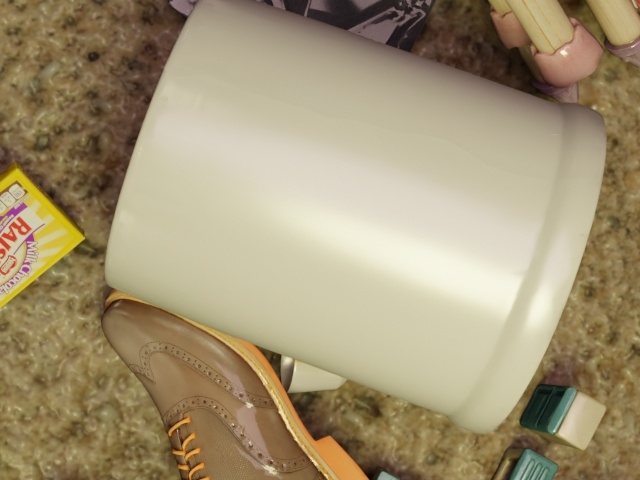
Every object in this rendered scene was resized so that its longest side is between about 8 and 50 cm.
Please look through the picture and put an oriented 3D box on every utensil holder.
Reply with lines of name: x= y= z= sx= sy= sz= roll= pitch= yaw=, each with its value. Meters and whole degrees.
utensil holder: x=0.027 y=-0.032 z=1.190 sx=0.385 sy=0.327 sz=0.327 roll=19 pitch=83 yaw=-1

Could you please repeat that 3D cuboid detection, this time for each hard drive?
hard drive: x=-0.018 y=-0.259 z=1.353 sx=0.255 sy=0.054 sz=0.172 roll=26 pitch=83 yaw=-4

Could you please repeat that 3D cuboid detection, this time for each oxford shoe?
oxford shoe: x=-0.100 y=0.194 z=1.240 sx=0.364 sy=0.130 sz=0.133 roll=43 pitch=51 yaw=5

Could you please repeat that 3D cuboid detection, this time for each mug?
mug: x=-0.003 y=0.127 z=1.316 sx=0.064 sy=0.078 sz=0.062 roll=6 pitch=40 yaw=-14

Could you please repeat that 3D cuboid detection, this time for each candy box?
candy box: x=-0.351 y=0.024 z=1.267 sx=0.206 sy=0.027 sz=0.105 roll=-40 pitch=120 yaw=2

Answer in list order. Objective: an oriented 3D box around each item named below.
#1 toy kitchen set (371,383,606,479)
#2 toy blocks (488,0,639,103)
toy kitchen set: x=0.164 y=0.222 z=1.299 sx=0.166 sy=0.122 sz=0.207 roll=29 pitch=82 yaw=-3
toy blocks: x=0.303 y=-0.294 z=1.338 sx=0.288 sy=0.309 sz=0.260 roll=-40 pitch=124 yaw=3
